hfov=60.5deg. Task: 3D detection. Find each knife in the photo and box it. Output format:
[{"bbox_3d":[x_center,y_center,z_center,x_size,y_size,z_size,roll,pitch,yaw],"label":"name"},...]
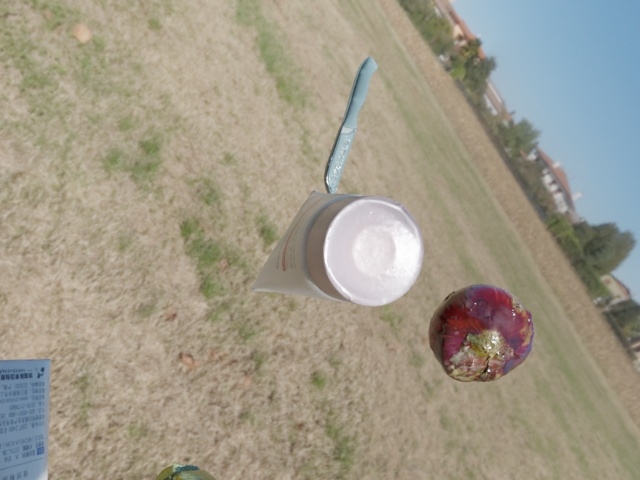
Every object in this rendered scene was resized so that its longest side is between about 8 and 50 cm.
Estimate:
[{"bbox_3d":[0.040,-0.160,0.765,0.028,0.015,0.210,24,81,-33],"label":"knife"}]

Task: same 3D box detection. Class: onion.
[{"bbox_3d":[0.163,0.095,0.565,0.107,0.107,0.097,48,11,-23],"label":"onion"}]

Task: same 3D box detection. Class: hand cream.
[{"bbox_3d":[0.000,0.000,0.510,0.083,0.133,0.248,37,-12,-18],"label":"hand cream"}]

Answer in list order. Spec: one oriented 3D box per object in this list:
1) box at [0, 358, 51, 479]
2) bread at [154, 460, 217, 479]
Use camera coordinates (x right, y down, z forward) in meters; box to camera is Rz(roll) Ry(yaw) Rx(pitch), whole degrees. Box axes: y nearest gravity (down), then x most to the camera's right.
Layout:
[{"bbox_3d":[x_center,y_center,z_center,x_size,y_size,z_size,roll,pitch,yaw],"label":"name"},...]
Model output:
[{"bbox_3d":[-0.430,0.236,0.594,0.274,0.116,0.203,41,43,-74],"label":"box"},{"bbox_3d":[-0.165,0.357,0.687,0.156,0.117,0.064,16,-10,40],"label":"bread"}]
